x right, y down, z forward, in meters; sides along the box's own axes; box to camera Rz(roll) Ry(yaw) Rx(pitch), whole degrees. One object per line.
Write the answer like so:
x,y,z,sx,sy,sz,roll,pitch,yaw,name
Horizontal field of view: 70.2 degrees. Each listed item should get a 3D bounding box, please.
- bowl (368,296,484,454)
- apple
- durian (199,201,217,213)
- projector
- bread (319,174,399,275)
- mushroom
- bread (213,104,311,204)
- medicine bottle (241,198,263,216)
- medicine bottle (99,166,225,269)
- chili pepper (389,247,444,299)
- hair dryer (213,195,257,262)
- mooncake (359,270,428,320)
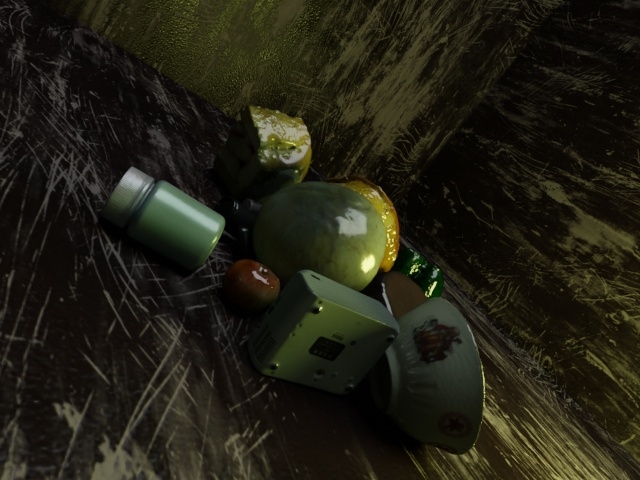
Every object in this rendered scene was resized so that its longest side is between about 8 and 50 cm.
0.200,0.294,0.998,0.158,0.337,0.337,0,26,-13,bowl
-0.154,0.102,1.008,0.126,0.102,0.126,37,8,-6,apple
-0.298,-0.043,1.132,0.148,0.091,0.188,26,20,-46,durian
0.009,0.194,0.917,0.250,0.198,0.108,27,17,-33,projector
0.069,-0.019,1.432,0.337,0.358,0.204,-3,12,26,bread
0.000,0.000,1.167,0.352,0.352,0.260,47,-27,34,mushroom
-0.218,-0.262,1.654,0.239,0.395,0.264,1,60,-38,bread
-0.193,-0.093,1.619,0.199,0.057,0.057,21,22,-50,medicine bottle
-0.328,-0.045,0.966,0.225,0.139,0.139,33,15,-19,medicine bottle
0.299,0.164,1.610,0.233,0.256,0.248,31,7,-12,chili pepper
-0.195,0.019,1.216,0.197,0.089,0.251,42,23,-38,hair dryer
0.223,0.232,1.329,0.283,0.141,0.283,34,35,-29,mooncake
